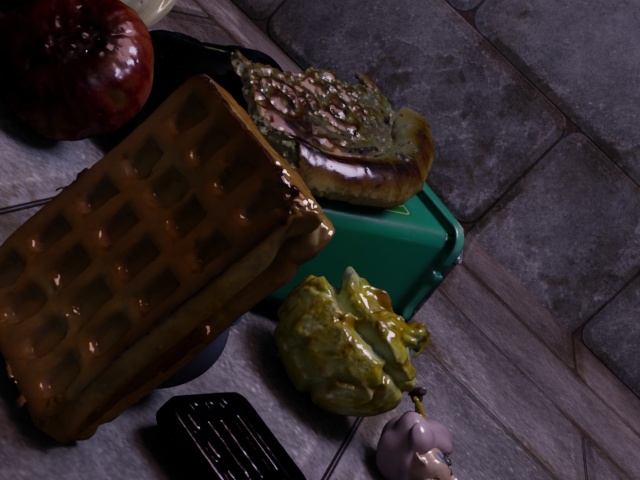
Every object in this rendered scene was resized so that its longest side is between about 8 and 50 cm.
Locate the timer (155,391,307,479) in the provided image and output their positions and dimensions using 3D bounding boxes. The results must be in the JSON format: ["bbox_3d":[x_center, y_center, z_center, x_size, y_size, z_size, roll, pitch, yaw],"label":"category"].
[{"bbox_3d":[-0.098,0.232,1.113,0.144,0.055,0.187,51,12,19],"label":"timer"}]

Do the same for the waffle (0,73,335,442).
[{"bbox_3d":[-0.168,0.015,0.983,0.224,0.328,0.098,52,5,34],"label":"waffle"}]

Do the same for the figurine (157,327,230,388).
[{"bbox_3d":[-0.189,0.042,1.149,0.197,0.175,0.265,56,15,-31],"label":"figurine"}]

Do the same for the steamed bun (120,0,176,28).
[{"bbox_3d":[-0.326,-0.426,1.649,0.289,0.276,0.203,29,-26,49],"label":"steamed bun"}]

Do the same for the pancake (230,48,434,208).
[{"bbox_3d":[0.046,-0.173,1.567,0.427,0.067,0.305,0,52,-45],"label":"pancake"}]

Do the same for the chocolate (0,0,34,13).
[{"bbox_3d":[-0.473,-0.592,1.853,0.384,0.331,0.383,42,16,-15],"label":"chocolate"}]

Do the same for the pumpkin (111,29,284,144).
[{"bbox_3d":[-0.202,-0.209,1.676,0.315,0.238,0.315,14,20,-5],"label":"pumpkin"}]

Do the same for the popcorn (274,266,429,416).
[{"bbox_3d":[0.034,0.145,1.442,0.204,0.183,0.221,21,23,-53],"label":"popcorn"}]

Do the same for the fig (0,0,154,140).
[{"bbox_3d":[-0.350,-0.246,1.453,0.224,0.224,0.263,36,1,-29],"label":"fig"}]

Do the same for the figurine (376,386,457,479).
[{"bbox_3d":[0.140,0.315,1.411,0.137,0.112,0.229,69,-2,-49],"label":"figurine"}]

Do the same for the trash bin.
[{"bbox_3d":[0.000,0.000,1.635,0.381,0.295,0.259,14,32,-43],"label":"trash bin"}]

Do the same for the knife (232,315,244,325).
[{"bbox_3d":[-0.206,0.036,1.418,0.244,0.032,0.058,38,24,-5],"label":"knife"}]
